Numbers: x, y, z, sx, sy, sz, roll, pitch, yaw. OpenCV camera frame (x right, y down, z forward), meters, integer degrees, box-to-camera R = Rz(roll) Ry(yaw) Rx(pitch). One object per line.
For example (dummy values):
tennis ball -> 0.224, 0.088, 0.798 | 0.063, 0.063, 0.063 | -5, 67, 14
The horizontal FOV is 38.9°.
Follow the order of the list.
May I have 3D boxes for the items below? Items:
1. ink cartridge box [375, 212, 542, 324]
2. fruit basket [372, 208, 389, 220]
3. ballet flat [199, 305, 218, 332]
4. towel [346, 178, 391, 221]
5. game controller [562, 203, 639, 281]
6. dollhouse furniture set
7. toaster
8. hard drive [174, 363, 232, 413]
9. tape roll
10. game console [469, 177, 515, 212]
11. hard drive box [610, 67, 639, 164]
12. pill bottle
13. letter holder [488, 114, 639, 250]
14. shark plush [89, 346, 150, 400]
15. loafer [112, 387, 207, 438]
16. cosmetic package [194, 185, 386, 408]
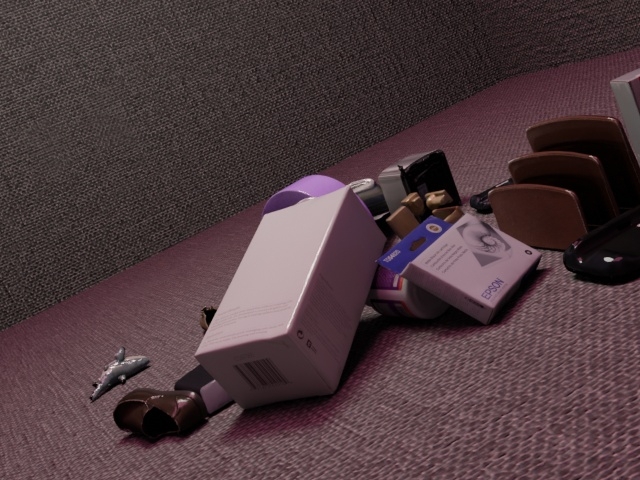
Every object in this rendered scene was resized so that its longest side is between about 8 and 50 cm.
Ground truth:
ink cartridge box -> 0.245, 0.030, 1.583 | 0.224, 0.045, 0.223 | 28, 38, 21
fruit basket -> 0.017, -0.025, 2.353 | 0.327, 0.165, 0.353 | -20, 9, 19
ballet flat -> -0.236, 0.190, 2.133 | 0.084, 0.058, 0.250 | -28, 12, -17
towel -> 0.105, -0.097, 2.473 | 0.209, 0.034, 0.285 | -18, -19, 23
game controller -> 0.562, -0.020, 1.503 | 0.319, 0.067, 0.166 | -28, 26, -15
dollhouse furniture set -> 0.230, -0.039, 2.089 | 0.151, 0.144, 0.123 | -43, 11, -16
toaster -> 0.254, -0.139, 2.329 | 0.168, 0.185, 0.110 | -32, 18, -33
hard drive -> -0.151, 0.240, 1.739 | 0.255, 0.054, 0.172 | -30, 13, -29
tape roll -> 0.000, 0.000, 1.969 | 0.275, 0.274, 0.090 | -12, 17, 47
game console -> 0.528, -0.160, 2.228 | 0.361, 0.044, 0.213 | -26, 10, -10
hard drive box -> 0.693, -0.237, 1.751 | 0.181, 0.232, 0.089 | -25, 11, 0
pill bottle -> 0.150, 0.088, 1.682 | 0.108, 0.108, 0.193 | -30, 13, -26
letter holder -> 0.449, -0.110, 1.710 | 0.152, 0.214, 0.302 | -27, 12, -16
shark plush -> -0.472, 0.309, 2.095 | 0.067, 0.073, 0.161 | 20, 30, 29
loafer -> -0.307, 0.316, 1.642 | 0.220, 0.080, 0.078 | -15, 14, 37
cosmetic package -> -0.042, 0.096, 1.625 | 0.217, 0.156, 0.385 | -16, 33, 35
